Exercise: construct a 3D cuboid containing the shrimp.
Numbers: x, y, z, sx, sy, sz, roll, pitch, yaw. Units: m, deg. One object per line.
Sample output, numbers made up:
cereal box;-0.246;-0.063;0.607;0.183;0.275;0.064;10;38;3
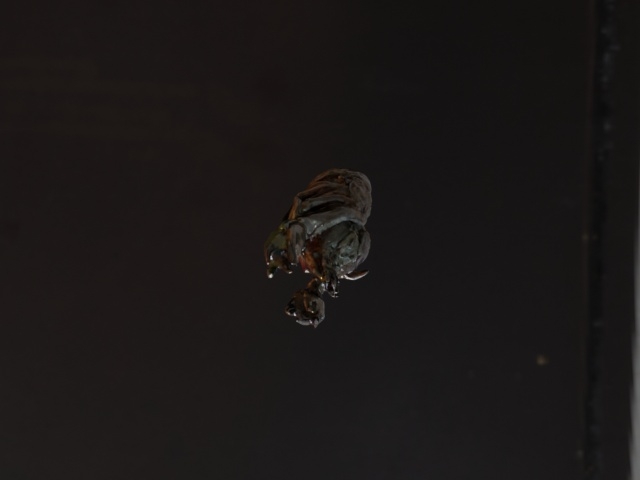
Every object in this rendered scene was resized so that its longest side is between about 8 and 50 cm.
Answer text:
shrimp;0.000;0.004;0.518;0.092;0.029;0.038;-49;-52;-61
